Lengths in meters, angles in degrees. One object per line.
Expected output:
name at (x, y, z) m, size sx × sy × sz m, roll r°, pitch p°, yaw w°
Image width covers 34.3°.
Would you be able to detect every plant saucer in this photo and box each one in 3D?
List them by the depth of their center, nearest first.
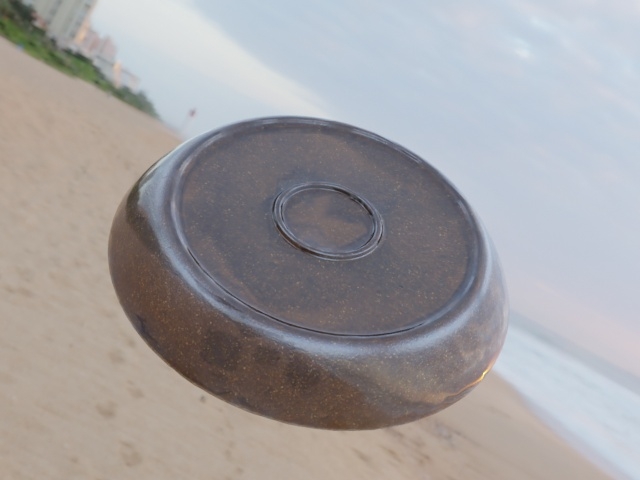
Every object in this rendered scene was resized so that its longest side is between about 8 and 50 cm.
plant saucer at (0.000, 0.000, 0.419) m, size 0.168 × 0.029 × 0.168 m, roll 8°, pitch 43°, yaw -8°
